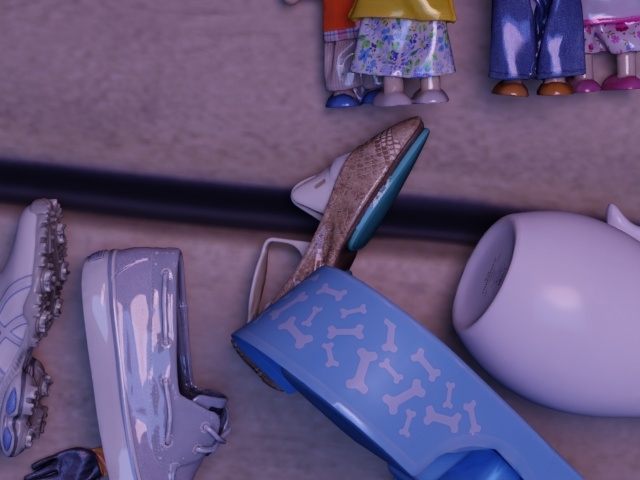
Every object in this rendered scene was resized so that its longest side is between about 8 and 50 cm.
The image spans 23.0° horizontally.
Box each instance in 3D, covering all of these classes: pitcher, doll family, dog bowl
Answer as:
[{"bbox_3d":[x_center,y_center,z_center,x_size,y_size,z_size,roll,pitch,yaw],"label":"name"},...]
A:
[{"bbox_3d":[0.205,0.038,1.034,0.207,0.125,0.177,24,79,-14],"label":"pitcher"},{"bbox_3d":[0.105,-0.172,1.001,0.263,0.118,0.163,-4,96,0],"label":"doll family"},{"bbox_3d":[0.073,0.124,0.991,0.297,0.166,0.074,43,81,-28],"label":"dog bowl"}]

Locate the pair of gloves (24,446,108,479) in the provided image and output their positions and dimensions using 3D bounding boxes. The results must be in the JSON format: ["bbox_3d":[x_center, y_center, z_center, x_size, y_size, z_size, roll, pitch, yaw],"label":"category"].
[{"bbox_3d":[-0.164,0.184,1.090,0.074,0.010,0.083,-18,95,1],"label":"pair of gloves"}]

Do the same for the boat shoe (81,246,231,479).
[{"bbox_3d":[-0.102,0.114,1.049,0.081,0.079,0.227,-10,93,4],"label":"boat shoe"}]

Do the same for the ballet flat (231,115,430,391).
[{"bbox_3d":[0.000,0.000,1.046,0.067,0.073,0.206,27,92,11],"label":"ballet flat"}]

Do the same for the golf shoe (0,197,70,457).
[{"bbox_3d":[-0.218,0.054,1.049,0.086,0.069,0.176,12,95,4],"label":"golf shoe"}]
